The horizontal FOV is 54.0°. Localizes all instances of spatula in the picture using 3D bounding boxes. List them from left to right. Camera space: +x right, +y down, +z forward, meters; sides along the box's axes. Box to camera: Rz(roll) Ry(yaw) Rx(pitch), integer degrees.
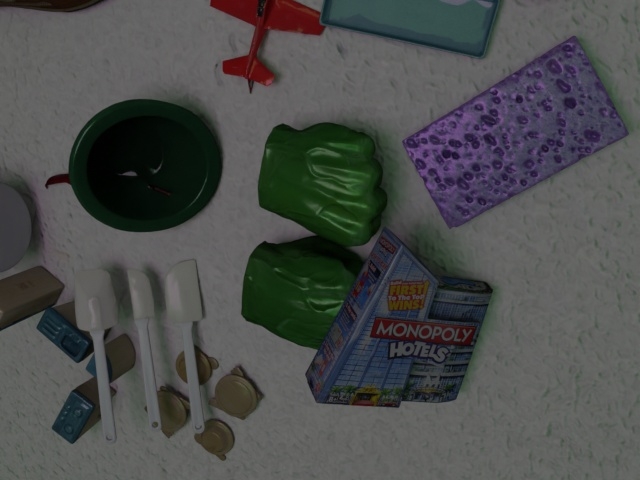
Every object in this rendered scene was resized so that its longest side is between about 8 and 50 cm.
[{"bbox_3d":[-0.242,0.153,0.858,0.168,0.019,0.242,-6,95,-9],"label":"spatula"}]

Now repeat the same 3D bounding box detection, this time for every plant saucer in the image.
[{"bbox_3d":[0.096,-0.253,0.695,0.192,0.018,0.067,17,107,15],"label":"plant saucer"}]

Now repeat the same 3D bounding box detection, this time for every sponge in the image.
[{"bbox_3d":[0.206,-0.112,0.684,0.210,0.031,0.117,-30,92,23],"label":"sponge"}]

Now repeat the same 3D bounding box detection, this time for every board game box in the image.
[{"bbox_3d":[0.101,0.090,0.702,0.194,0.060,0.194,8,109,-18],"label":"board game box"}]

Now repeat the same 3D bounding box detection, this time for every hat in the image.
[{"bbox_3d":[-0.256,-0.121,0.839,0.208,0.183,0.173,-2,115,-24],"label":"hat"}]

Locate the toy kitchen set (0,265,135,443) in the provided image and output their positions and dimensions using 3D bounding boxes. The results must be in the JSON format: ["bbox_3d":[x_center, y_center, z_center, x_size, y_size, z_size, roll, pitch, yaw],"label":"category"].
[{"bbox_3d":[-0.400,0.174,0.902,0.207,0.122,0.166,37,111,7],"label":"toy kitchen set"}]

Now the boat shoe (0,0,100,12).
[{"bbox_3d":[-0.393,-0.346,0.779,0.324,0.120,0.122,-1,102,19],"label":"boat shoe"}]

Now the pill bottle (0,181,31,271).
[{"bbox_3d":[-0.574,-0.016,0.890,0.301,0.169,0.169,-1,102,19],"label":"pill bottle"}]

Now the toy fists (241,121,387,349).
[{"bbox_3d":[0.000,0.000,0.747,0.142,0.096,0.279,19,110,21],"label":"toy fists"}]

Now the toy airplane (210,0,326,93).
[{"bbox_3d":[-0.074,-0.250,0.745,0.151,0.028,0.151,4,104,16],"label":"toy airplane"}]

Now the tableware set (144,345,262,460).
[{"bbox_3d":[-0.168,0.231,0.895,0.141,0.020,0.169,34,109,7],"label":"tableware set"}]
